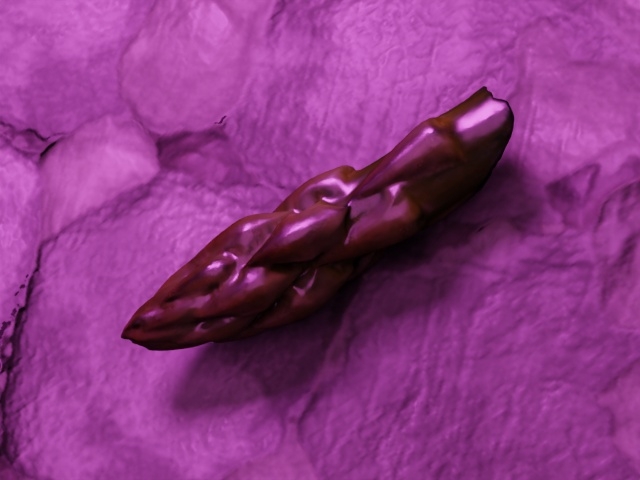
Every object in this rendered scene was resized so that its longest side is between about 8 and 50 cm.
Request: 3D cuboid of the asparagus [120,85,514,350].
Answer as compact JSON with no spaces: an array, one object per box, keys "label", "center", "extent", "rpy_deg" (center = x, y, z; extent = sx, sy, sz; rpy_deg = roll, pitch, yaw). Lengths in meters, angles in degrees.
[{"label":"asparagus","center":[0.000,0.000,0.944],"extent":[0.287,0.080,0.080],"rpy_deg":[-28,68,3]}]
